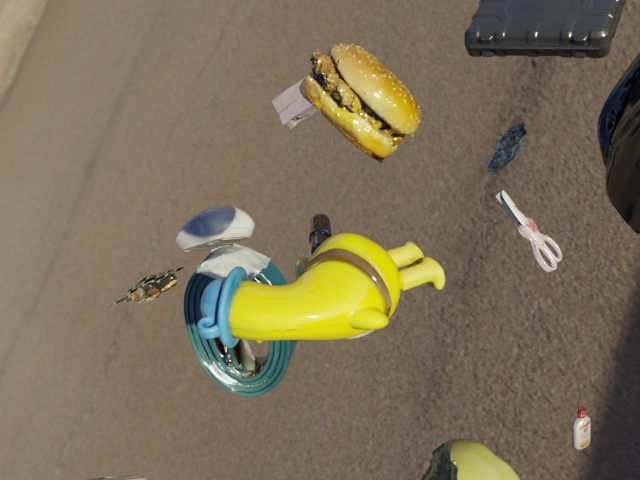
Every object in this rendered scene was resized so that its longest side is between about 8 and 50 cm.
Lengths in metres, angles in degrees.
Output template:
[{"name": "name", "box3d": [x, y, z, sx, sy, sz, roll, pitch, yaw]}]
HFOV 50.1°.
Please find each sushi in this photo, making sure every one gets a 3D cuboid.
[{"name": "sushi", "box3d": [-0.337, 0.101, 1.349, 0.120, 0.126, 0.026, -35, 82, 24]}]

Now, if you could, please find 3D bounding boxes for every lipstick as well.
[{"name": "lipstick", "box3d": [0.000, 0.000, 2.317, 0.081, 0.081, 0.299, -44, 20, 20]}]

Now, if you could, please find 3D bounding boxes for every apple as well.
[{"name": "apple", "box3d": [0.325, 0.592, 1.540, 0.279, 0.279, 0.279, -26, 49, 35]}]

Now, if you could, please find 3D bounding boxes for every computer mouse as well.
[{"name": "computer mouse", "box3d": [-0.334, -0.040, 2.136, 0.297, 0.184, 0.121, -15, 83, 54]}]

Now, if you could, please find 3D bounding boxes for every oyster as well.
[{"name": "oyster", "box3d": [0.365, -0.189, 1.352, 0.098, 0.037, 0.100, -56, 6, 42]}]

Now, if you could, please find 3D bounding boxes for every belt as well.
[{"name": "belt", "box3d": [-0.225, 0.229, 2.003, 0.300, 0.436, 0.173, -12, 17, 8]}]

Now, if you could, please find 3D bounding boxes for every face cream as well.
[{"name": "face cream", "box3d": [0.478, 0.343, 1.256, 0.021, 0.040, 0.083, 27, 133, 55]}]

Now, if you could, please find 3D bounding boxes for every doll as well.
[{"name": "doll", "box3d": [0.002, 0.075, 0.965, 0.199, 0.363, 0.145, 41, 140, 54]}]

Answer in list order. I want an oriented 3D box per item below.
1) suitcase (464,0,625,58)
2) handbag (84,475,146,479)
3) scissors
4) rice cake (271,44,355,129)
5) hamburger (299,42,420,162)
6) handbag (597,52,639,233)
[{"name": "suitcase", "box3d": [0.456, -0.454, 1.395, 0.286, 0.066, 0.206, 10, 55, 29]}, {"name": "handbag", "box3d": [-0.397, 0.538, 1.299, 0.095, 0.117, 0.173, -14, 70, 38]}, {"name": "scissors", "box3d": [0.539, -0.029, 1.779, 0.030, 0.242, 0.118, -37, 2, 41]}, {"name": "rice cake", "box3d": [-0.006, -0.420, 1.906, 0.298, 0.050, 0.106, -29, 62, 29]}, {"name": "hamburger", "box3d": [0.058, -0.212, 1.011, 0.118, 0.191, 0.182, -51, 18, 11]}, {"name": "handbag", "box3d": [0.494, -0.185, 0.938, 0.302, 0.178, 0.275, -51, -10, -24]}]
